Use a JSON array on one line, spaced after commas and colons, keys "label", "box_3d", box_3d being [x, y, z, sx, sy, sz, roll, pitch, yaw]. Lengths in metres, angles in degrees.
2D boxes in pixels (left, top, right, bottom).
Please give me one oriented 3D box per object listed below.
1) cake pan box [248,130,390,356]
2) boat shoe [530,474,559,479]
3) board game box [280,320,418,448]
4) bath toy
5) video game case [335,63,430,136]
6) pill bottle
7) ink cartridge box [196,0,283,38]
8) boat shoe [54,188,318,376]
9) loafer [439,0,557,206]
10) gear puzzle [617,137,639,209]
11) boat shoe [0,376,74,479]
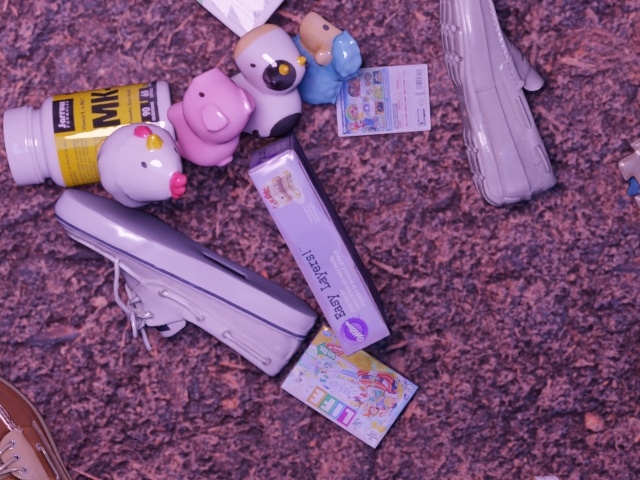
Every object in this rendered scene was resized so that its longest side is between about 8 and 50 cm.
[{"label": "cake pan box", "box_3d": [0.000, 0.000, 1.877, 0.070, 0.246, 0.266, -27, 101, 5]}, {"label": "boat shoe", "box_3d": [0.365, 0.423, 2.041, 0.096, 0.098, 0.277, -24, 109, 0]}, {"label": "board game box", "box_3d": [0.038, 0.193, 2.018, 0.154, 0.026, 0.103, 33, 96, -8]}, {"label": "bath toy", "box_3d": [-0.111, -0.153, 1.818, 0.348, 0.129, 0.151, -35, 127, -29]}, {"label": "video game case", "box_3d": [0.081, -0.183, 1.970, 0.122, 0.011, 0.087, -4, 100, -3]}, {"label": "pill bottle", "box_3d": [-0.285, -0.131, 1.903, 0.209, 0.119, 0.119, -9, 99, -2]}, {"label": "ink cartridge box", "box_3d": [-0.082, -0.376, 1.890, 0.154, 0.093, 0.212, 41, 93, -8]}, {"label": "boat shoe", "box_3d": [-0.196, 0.075, 1.944, 0.367, 0.136, 0.156, 28, 99, -17]}, {"label": "loafer", "box_3d": [0.227, -0.204, 1.931, 0.111, 0.112, 0.319, -16, 106, -7]}, {"label": "gear puzzle", "box_3d": [0.562, -0.120, 1.995, 0.339, 0.044, 0.175, -29, 98, -1]}, {"label": "boat shoe", "box_3d": [-0.393, 0.304, 1.964, 0.122, 0.120, 0.324, -37, 99, 3]}]
